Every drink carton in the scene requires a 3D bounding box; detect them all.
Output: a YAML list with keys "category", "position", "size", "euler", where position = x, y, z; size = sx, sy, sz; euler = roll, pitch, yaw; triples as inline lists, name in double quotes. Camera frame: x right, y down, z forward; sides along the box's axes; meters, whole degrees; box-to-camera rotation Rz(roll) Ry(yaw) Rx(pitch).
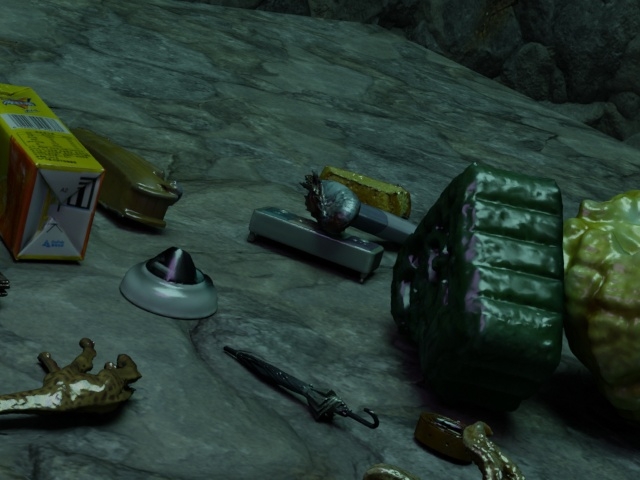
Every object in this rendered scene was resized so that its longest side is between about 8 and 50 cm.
- category: "drink carton"
  position: [-0.442, -0.107, 2.028]
  size: [0.111, 0.154, 0.351]
  euler: [5, 22, -33]

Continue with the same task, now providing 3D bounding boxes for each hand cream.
- category: "hand cream"
  position: [0.123, -0.024, 2.381]
  size: [0.255, 0.048, 0.079]
  euler: [17, 18, -39]

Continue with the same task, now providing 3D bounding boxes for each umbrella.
- category: "umbrella"
  position: [-0.029, 0.191, 1.725]
  size: [0.269, 0.044, 0.044]
  euler: [20, 43, 39]

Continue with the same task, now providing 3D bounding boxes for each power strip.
- category: "power strip"
  position: [0.000, 0.000, 2.259]
  size: [0.215, 0.061, 0.145]
  euler: [21, 12, 13]

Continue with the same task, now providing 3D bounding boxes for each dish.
- category: "dish"
  position: [-0.204, 0.045, 1.911]
  size: [0.141, 0.078, 0.141]
  euler: [15, 18, -5]

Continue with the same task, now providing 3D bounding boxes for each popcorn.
- category: "popcorn"
  position: [0.450, 0.107, 1.935]
  size: [0.293, 0.292, 0.334]
  euler: [17, 26, 14]

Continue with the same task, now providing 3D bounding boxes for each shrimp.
- category: "shrimp"
  position: [0.007, -0.065, 2.249]
  size: [0.090, 0.079, 0.233]
  euler: [51, -5, -25]

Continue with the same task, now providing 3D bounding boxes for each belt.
- category: "belt"
  position: [0.159, 0.246, 1.706]
  size: [0.083, 0.036, 0.059]
  euler: [24, 13, 20]

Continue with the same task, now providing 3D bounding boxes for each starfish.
- category: "starfish"
  position: [0.219, 0.314, 1.464]
  size: [0.327, 0.094, 0.375]
  euler: [-2, 30, -18]

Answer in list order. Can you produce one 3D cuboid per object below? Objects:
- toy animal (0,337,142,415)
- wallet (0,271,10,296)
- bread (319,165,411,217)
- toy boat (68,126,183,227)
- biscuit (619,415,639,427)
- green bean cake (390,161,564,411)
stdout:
- category: "toy animal"
  position: [-0.302, 0.167, 1.525]
  size: [0.149, 0.054, 0.275]
  euler: [20, 20, 18]
- category: "wallet"
  position: [-0.518, 0.042, 1.713]
  size: [0.230, 0.042, 0.124]
  euler: [3, 20, -37]
- category: "bread"
  position: [0.081, -0.087, 2.557]
  size: [0.187, 0.065, 0.103]
  euler: [20, 13, 8]
- category: "toy boat"
  position: [-0.333, -0.110, 2.237]
  size: [0.121, 0.089, 0.321]
  euler: [6, 18, -43]
- category: "biscuit"
  position: [0.545, 0.271, 1.980]
  size: [0.231, 0.016, 0.139]
  euler: [18, 19, 6]
- category: "green bean cake"
  position: [0.211, 0.086, 1.892]
  size: [0.169, 0.300, 0.308]
  euler: [12, 57, -13]
